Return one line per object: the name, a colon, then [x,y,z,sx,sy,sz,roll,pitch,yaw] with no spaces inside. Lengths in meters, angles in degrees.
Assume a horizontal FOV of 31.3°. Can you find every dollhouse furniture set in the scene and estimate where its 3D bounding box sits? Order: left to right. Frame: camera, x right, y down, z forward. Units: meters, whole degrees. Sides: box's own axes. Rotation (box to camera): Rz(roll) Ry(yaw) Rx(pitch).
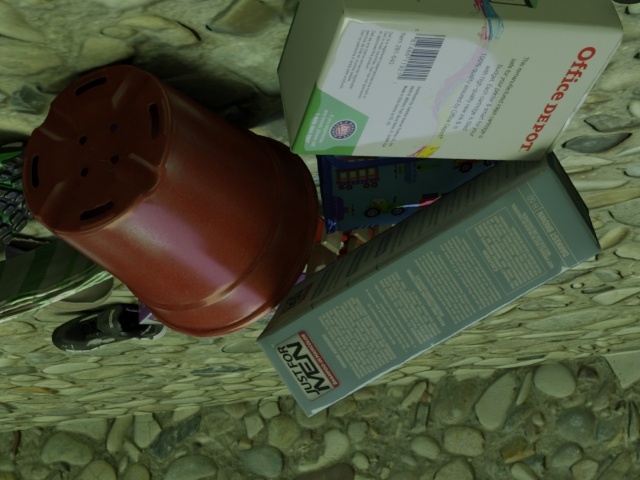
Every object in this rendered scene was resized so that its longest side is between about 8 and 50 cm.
dollhouse furniture set: [0.000,0.000,1.818,0.262,0.135,0.259,-15,150,29]

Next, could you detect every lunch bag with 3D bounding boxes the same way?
lunch bag: [0.105,-0.148,1.337,0.220,0.138,0.293,-7,150,-2]

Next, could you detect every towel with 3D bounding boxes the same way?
towel: [-0.428,0.053,1.617,0.324,0.038,0.248,-22,-160,3]

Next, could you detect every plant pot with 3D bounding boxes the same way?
plant pot: [-0.181,-0.054,1.318,0.272,0.273,0.265,-13,154,24]

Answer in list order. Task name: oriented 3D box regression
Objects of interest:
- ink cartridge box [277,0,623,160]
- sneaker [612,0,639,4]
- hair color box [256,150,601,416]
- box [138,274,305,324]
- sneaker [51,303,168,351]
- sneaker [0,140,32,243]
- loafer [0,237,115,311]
ink cartridge box: [0.118,-0.183,1.108,0.278,0.117,0.201,0,147,-17]
sneaker: [0.379,-0.240,1.018,0.104,0.147,0.295,6,161,-39]
hair color box: [0.122,0.038,1.303,0.374,0.114,0.185,-31,-172,15]
box: [-0.185,0.113,2.196,0.293,0.057,0.201,2,163,-23]
sneaker: [-0.426,0.169,2.288,0.234,0.078,0.106,-8,161,-5]
sneaker: [-0.507,-0.049,1.457,0.343,0.146,0.134,-23,147,10]
loafer: [-0.437,0.054,1.844,0.092,0.102,0.268,-13,162,43]
